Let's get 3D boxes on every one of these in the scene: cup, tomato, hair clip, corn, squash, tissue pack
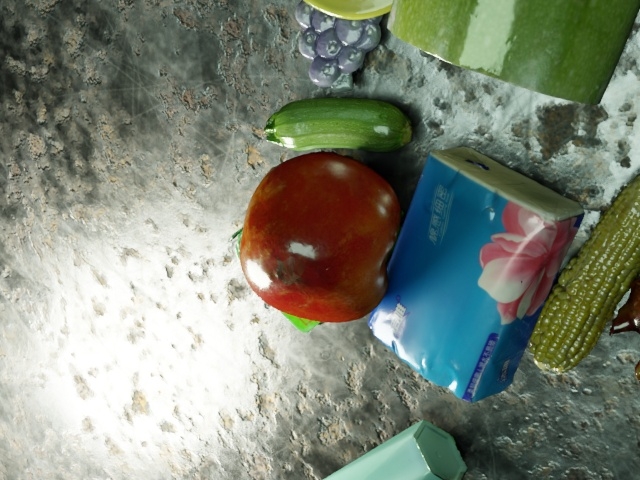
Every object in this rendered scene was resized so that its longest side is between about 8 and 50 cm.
[{"bbox_3d":[0.098,0.377,1.202,0.134,0.148,0.235,31,122,-23],"label":"cup"},{"bbox_3d":[-0.012,0.014,0.998,0.200,0.139,0.233,13,118,16],"label":"tomato"},{"bbox_3d":[0.028,-0.299,1.081,0.124,0.052,0.196,-5,95,17],"label":"hair clip"},{"bbox_3d":[0.346,0.049,1.011,0.086,0.086,0.288,31,114,14],"label":"corn"},{"bbox_3d":[0.023,-0.159,1.105,0.219,0.068,0.077,2,87,25],"label":"squash"},{"bbox_3d":[0.240,-0.367,0.828,0.263,0.263,0.385,24,114,17],"label":"squash"},{"bbox_3d":[0.185,0.039,1.028,0.209,0.137,0.270,38,122,38],"label":"tissue pack"}]

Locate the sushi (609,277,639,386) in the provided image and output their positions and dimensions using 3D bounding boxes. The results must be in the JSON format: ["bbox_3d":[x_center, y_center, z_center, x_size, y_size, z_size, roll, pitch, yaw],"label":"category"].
[{"bbox_3d":[0.492,0.172,0.935,0.182,0.196,0.344,-20,91,48],"label":"sushi"}]

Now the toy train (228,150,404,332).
[{"bbox_3d":[0.000,0.000,1.136,0.188,0.132,0.243,44,120,0],"label":"toy train"}]

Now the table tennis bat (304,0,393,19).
[{"bbox_3d":[-0.007,-0.433,1.041,0.368,0.054,0.224,32,106,14],"label":"table tennis bat"}]
